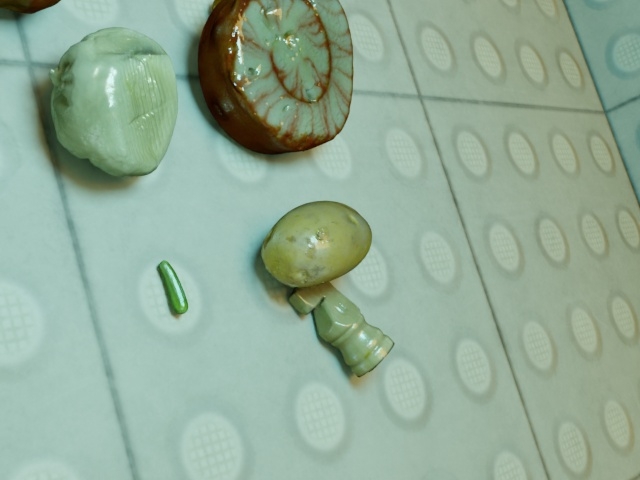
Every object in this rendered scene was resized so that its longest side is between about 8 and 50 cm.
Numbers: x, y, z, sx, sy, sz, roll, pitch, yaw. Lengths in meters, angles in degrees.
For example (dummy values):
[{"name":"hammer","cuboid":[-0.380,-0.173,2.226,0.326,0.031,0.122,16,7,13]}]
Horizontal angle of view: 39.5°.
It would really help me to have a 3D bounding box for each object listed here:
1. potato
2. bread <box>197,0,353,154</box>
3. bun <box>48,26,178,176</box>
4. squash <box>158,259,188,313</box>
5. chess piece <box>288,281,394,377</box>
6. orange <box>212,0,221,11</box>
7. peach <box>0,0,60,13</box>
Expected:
[{"name":"potato","cuboid":[0.000,0.000,1.530,0.150,0.146,0.234,44,37,9]},{"name":"bread","cuboid":[-0.070,-0.303,1.597,0.328,0.114,0.295,-16,101,-50]},{"name":"bun","cuboid":[-0.313,-0.205,1.327,0.229,0.145,0.229,3,90,-73]},{"name":"squash","cuboid":[-0.224,0.071,1.362,0.027,0.027,0.089,-8,74,-48]},{"name":"chess piece","cuboid":[0.030,0.139,1.568,0.200,0.090,0.090,46,43,-4]},{"name":"orange","cuboid":[-0.163,-0.416,1.645,0.086,0.062,0.086,30,19,-11]},{"name":"peach","cuboid":[-0.452,-0.438,1.257,0.236,0.214,0.214,2,69,-29]}]
